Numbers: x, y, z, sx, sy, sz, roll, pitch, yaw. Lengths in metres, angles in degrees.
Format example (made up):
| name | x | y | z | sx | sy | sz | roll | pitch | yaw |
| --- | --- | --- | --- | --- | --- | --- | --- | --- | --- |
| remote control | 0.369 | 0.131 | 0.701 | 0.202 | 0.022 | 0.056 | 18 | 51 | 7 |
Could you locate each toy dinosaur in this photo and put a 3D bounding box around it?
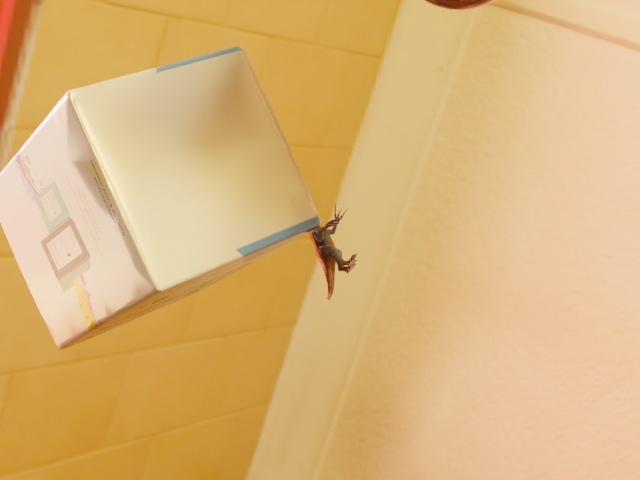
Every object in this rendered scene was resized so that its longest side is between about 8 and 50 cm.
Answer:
| name | x | y | z | sx | sy | sz | roll | pitch | yaw |
| --- | --- | --- | --- | --- | --- | --- | --- | --- | --- |
| toy dinosaur | 0.000 | 0.000 | 1.061 | 0.082 | 0.047 | 0.090 | 35 | -92 | 12 |

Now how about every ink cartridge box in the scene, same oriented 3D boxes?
| name | x | y | z | sx | sy | sz | roll | pitch | yaw |
| --- | --- | --- | --- | --- | --- | --- | --- | --- | --- |
| ink cartridge box | -0.177 | -0.036 | 1.053 | 0.270 | 0.198 | 0.197 | -28 | -94 | 54 |

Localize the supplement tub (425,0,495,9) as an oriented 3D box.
| name | x | y | z | sx | sy | sz | roll | pitch | yaw |
| --- | --- | --- | --- | --- | --- | --- | --- | --- | --- |
| supplement tub | 0.116 | -0.225 | 0.751 | 0.106 | 0.198 | 0.106 | 11 | -65 | 25 |
